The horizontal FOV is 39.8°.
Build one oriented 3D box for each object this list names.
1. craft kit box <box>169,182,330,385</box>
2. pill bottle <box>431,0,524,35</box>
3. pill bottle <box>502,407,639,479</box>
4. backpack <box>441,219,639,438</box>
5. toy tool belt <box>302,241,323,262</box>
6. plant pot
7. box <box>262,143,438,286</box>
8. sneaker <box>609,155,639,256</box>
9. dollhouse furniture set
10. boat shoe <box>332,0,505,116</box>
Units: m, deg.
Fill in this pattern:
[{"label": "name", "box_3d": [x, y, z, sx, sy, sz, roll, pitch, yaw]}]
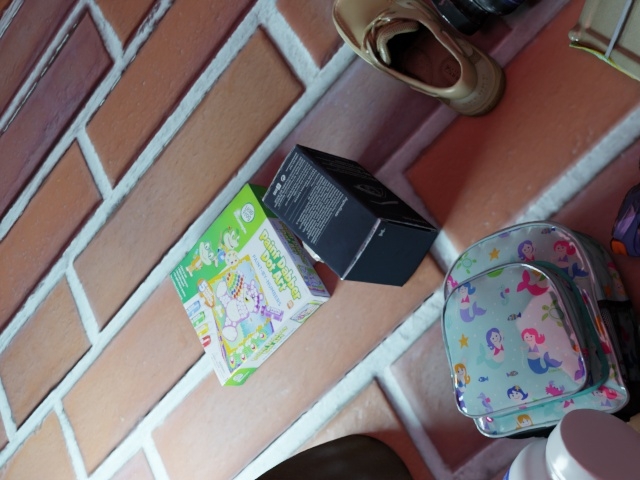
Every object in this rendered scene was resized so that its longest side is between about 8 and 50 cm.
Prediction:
[{"label": "craft kit box", "box_3d": [-0.128, 0.076, 1.502, 0.246, 0.061, 0.250, -45, 58, 22]}, {"label": "pill bottle", "box_3d": [0.256, -0.388, 1.205, 0.219, 0.122, 0.123, -41, 59, 30]}, {"label": "pill bottle", "box_3d": [0.270, 0.326, 1.015, 0.152, 0.152, 0.272, 47, 133, 34]}, {"label": "backpack", "box_3d": [0.264, 0.105, 1.092, 0.225, 0.191, 0.254, -23, 64, 36]}, {"label": "toy tool belt", "box_3d": [0.000, 0.000, 1.417, 0.083, 0.051, 0.052, 52, 132, 46]}, {"label": "plant pot", "box_3d": [-0.013, 0.389, 1.240, 0.215, 0.230, 0.216, -7, 79, 39]}, {"label": "box", "box_3d": [0.043, -0.036, 1.310, 0.207, 0.153, 0.108, 45, 112, 36]}, {"label": "sneaker", "box_3d": [0.425, -0.077, 1.058, 0.087, 0.083, 0.221, 22, 101, 25]}, {"label": "dollhouse furniture set", "box_3d": [0.461, -0.338, 1.068, 0.198, 0.151, 0.302, -121, 41, -53]}, {"label": "boat shoe", "box_3d": [0.123, -0.302, 1.312, 0.341, 0.110, 0.122, 39, 108, 37]}]
